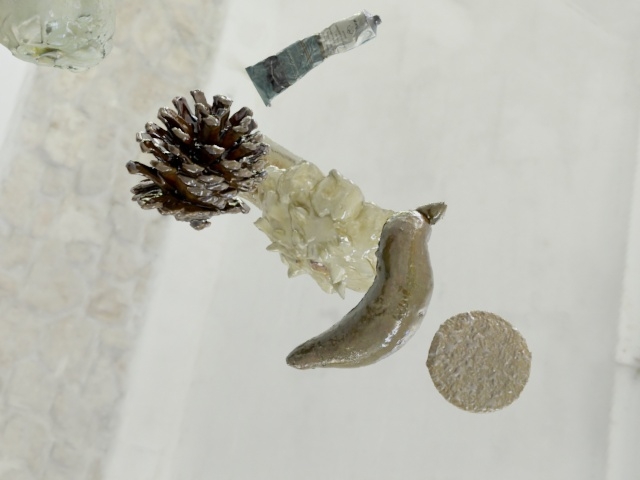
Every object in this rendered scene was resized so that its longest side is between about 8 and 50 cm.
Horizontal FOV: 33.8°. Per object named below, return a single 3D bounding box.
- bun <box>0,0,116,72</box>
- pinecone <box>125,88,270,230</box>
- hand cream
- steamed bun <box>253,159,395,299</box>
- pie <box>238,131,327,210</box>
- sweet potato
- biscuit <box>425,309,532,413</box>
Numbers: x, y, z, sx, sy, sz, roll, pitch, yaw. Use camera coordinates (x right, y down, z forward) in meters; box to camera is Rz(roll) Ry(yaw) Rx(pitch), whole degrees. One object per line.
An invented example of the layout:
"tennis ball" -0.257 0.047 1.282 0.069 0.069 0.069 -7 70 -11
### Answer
"bun" -0.470 -0.374 1.836 0.239 0.239 0.141 -19 -120 52
"pinecone" -0.155 -0.103 1.338 0.195 0.179 0.150 -49 -122 41
"hand cream" -0.006 -0.318 1.795 0.248 0.052 0.075 -28 -117 17
"steamed bun" 0.000 0.000 1.734 0.137 0.295 0.292 -55 179 -21
"pie" -0.077 -0.106 1.927 0.068 0.282 0.128 22 -93 43
"sweet potato" 0.086 0.080 1.432 0.124 0.098 0.310 40 -81 36
"biscuit" 0.178 0.135 1.181 0.015 0.120 0.120 85 19 -73
